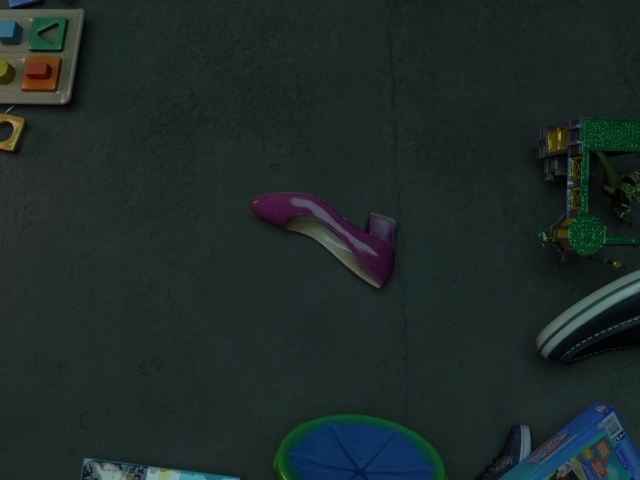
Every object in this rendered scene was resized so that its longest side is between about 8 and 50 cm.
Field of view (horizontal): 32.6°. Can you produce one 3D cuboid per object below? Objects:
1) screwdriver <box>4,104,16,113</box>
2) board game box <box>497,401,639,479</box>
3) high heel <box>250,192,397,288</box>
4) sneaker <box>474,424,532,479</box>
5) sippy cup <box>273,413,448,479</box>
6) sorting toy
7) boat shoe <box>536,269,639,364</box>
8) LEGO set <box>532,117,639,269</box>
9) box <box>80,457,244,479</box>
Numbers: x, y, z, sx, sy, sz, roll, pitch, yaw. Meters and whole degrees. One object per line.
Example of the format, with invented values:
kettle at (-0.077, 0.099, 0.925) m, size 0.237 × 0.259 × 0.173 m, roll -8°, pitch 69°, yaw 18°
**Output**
screwdriver at (-0.483, -0.276, 1.896) m, size 0.170 × 0.024 × 0.025 m, roll -47°, pitch 47°, yaw -8°
board game box at (0.368, 0.359, 1.577) m, size 0.210 × 0.047 × 0.160 m, roll -34°, pitch 105°, yaw -16°
high heel at (0.000, 0.000, 1.748) m, size 0.244 × 0.082 × 0.117 m, roll 15°, pitch 64°, yaw -5°
sneaker at (0.217, 0.362, 1.619) m, size 0.163 × 0.086 × 0.226 m, roll 18°, pitch 76°, yaw 6°
sippy cup at (0.045, 0.399, 1.531) m, size 0.240 × 0.305 × 0.224 m, roll 9°, pitch 115°, yaw 5°
sorting toy at (-0.509, -0.321, 1.881) m, size 0.196 × 0.047 × 0.347 m, roll 1°, pitch 73°, yaw 14°
boat shoe at (0.570, 0.108, 1.611) m, size 0.500 × 0.187 × 0.156 m, roll -15°, pitch 70°, yaw 2°
LEGO set at (0.475, -0.080, 1.712) m, size 0.331 × 0.192 × 0.255 m, roll -8°, pitch 91°, yaw -12°
box at (-0.243, 0.395, 1.655) m, size 0.244 × 0.060 × 0.100 m, roll 6°, pitch 74°, yaw 5°
